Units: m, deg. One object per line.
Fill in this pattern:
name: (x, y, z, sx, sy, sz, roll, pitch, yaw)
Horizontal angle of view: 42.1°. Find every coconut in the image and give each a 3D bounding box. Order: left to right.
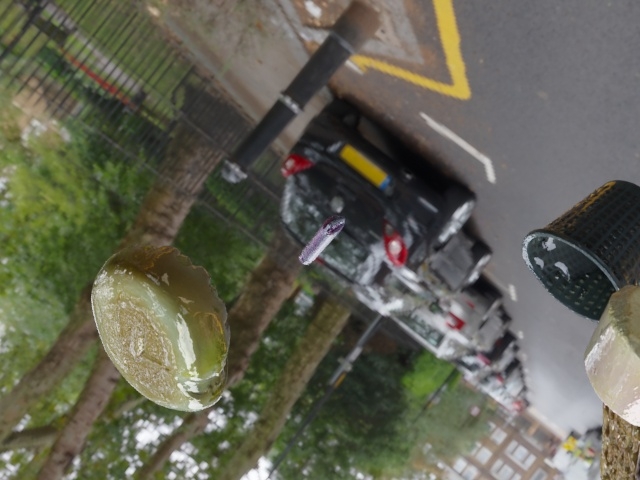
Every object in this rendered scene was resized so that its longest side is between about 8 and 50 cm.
coconut: (0.295, 0.105, 0.732, 0.116, 0.116, 0.122, 37, 146, 24)

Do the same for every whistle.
whistle: (0.000, 0.000, 1.472, 0.033, 0.033, 0.176, 38, 150, -2)

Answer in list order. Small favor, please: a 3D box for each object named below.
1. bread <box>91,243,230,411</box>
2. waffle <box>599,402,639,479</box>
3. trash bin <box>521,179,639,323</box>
bread: (-0.183, 0.099, 0.987, 0.213, 0.105, 0.213, 22, 131, 28)
waffle: (0.543, 0.374, 1.396, 0.091, 0.212, 0.308, 1, -172, 8)
trash bin: (0.408, 0.007, 1.189, 0.175, 0.161, 0.175, 44, 162, 18)
